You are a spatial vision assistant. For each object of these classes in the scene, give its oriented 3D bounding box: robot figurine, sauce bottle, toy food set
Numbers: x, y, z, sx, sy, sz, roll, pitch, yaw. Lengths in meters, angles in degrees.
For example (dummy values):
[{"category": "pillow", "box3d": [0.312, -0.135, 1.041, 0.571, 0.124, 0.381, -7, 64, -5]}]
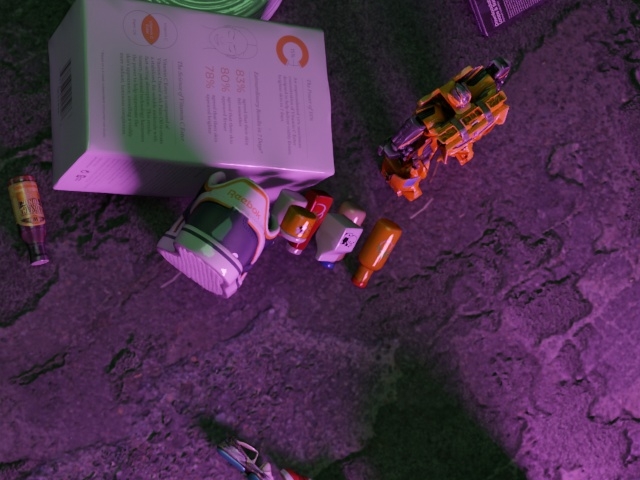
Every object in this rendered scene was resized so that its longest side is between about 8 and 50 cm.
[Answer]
[{"category": "robot figurine", "box3d": [0.173, -0.149, 1.422, 0.211, 0.291, 0.085, -36, 84, -9]}, {"category": "sauce bottle", "box3d": [-0.414, -0.029, 1.478, 0.042, 0.042, 0.128, -16, 82, -8]}, {"category": "toy food set", "box3d": [0.000, 0.000, 1.432, 0.111, 0.232, 0.105, 38, 110, 31]}]

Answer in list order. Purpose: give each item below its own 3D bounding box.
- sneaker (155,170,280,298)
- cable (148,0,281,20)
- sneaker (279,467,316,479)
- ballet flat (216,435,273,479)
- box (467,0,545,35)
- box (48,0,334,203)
[{"category": "sneaker", "box3d": [-0.129, -0.006, 1.358, 0.126, 0.321, 0.127, 37, 78, -10]}, {"category": "cable", "box3d": [-0.168, -0.424, 1.543, 0.257, 0.089, 0.257, -36, 88, -10]}, {"category": "sneaker", "box3d": [0.003, 0.344, 1.442, 0.118, 0.042, 0.067, 45, 83, -4]}, {"category": "ballet flat", "box3d": [-0.093, 0.315, 1.443, 0.114, 0.041, 0.041, 44, 79, 3]}, {"category": "box", "box3d": [0.295, -0.404, 1.586, 0.162, 0.029, 0.116, -32, 118, -11]}, {"category": "box", "box3d": [-0.174, -0.180, 1.395, 0.345, 0.168, 0.215, 3, 75, -29]}]
